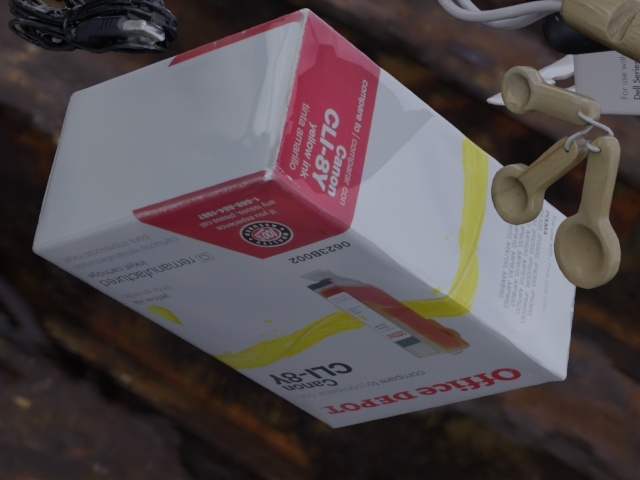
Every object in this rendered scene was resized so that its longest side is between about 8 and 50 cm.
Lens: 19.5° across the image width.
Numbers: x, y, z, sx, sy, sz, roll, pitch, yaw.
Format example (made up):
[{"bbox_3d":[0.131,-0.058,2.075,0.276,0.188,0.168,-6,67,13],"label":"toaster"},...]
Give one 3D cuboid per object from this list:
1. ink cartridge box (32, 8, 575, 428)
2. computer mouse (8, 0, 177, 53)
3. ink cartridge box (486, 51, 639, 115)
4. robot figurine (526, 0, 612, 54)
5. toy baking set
[{"bbox_3d":[0.000,0.000,1.568,0.385,0.279,0.160,34,54,-38],"label":"ink cartridge box"},{"bbox_3d":[-0.223,-0.237,1.324,0.188,0.272,0.072,9,43,47],"label":"computer mouse"},{"bbox_3d":[0.317,-0.169,1.385,0.353,0.119,0.207,4,18,27],"label":"ink cartridge box"},{"bbox_3d":[0.180,-0.246,1.121,0.174,0.209,0.278,17,55,-21],"label":"robot figurine"},{"bbox_3d":[0.128,-0.087,0.836,0.030,0.197,0.256,-13,92,-39],"label":"toy baking set"}]
